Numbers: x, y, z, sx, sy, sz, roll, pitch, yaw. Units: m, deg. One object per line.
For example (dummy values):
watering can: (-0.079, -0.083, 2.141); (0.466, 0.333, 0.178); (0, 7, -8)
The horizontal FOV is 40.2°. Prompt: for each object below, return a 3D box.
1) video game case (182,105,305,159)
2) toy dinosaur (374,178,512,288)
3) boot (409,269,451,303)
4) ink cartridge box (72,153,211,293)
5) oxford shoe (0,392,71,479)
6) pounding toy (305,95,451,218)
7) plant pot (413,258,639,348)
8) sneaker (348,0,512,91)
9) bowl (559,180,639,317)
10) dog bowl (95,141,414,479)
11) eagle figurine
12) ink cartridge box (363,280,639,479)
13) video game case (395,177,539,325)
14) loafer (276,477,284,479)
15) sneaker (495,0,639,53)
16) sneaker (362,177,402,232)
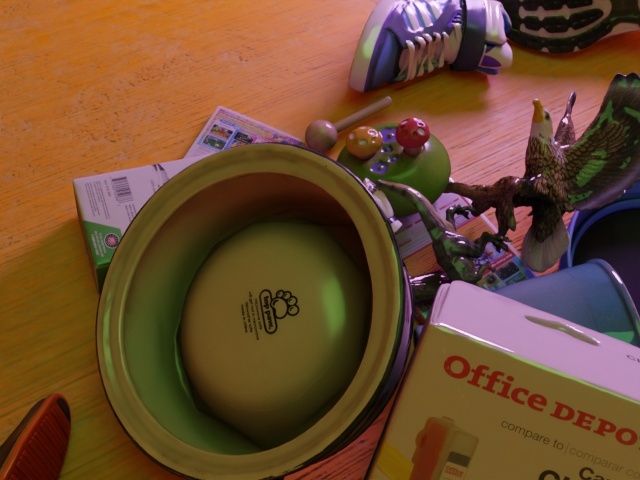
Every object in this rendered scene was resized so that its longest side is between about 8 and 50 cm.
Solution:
video game case: (-0.123, -0.134, 1.387); (0.157, 0.019, 0.143); (23, 57, 6)
toy dinosaur: (0.198, 0.000, 1.264); (0.118, 0.064, 0.268); (-27, 79, -32)
boot: (0.138, 0.051, 1.275); (0.114, 0.037, 0.106); (-10, 59, -19)
ink cartridge box: (-0.234, -0.026, 1.257); (0.208, 0.087, 0.153); (-12, 61, -17)
oxford shoe: (-0.388, 0.289, 1.030); (0.098, 0.097, 0.271); (3, 42, 20)
pounding toy: (0.091, -0.153, 1.344); (0.183, 0.110, 0.237); (-29, 54, -12)
plant pot: (0.258, 0.180, 1.125); (0.255, 0.271, 0.272); (-11, 59, 1)
sneaker: (0.211, -0.336, 1.505); (0.236, 0.130, 0.323); (25, 52, 11)
bowl: (0.552, 0.072, 1.339); (0.391, 0.077, 0.391); (5, 57, -7)
dog bowl: (-0.067, 0.095, 1.076); (0.408, 0.150, 0.408); (-8, 71, 23)
eagle figurine: (0.367, -0.121, 1.326); (0.298, 0.225, 0.226); (-26, 54, -24)
ink cartridge box: (0.190, 0.276, 0.953); (0.279, 0.385, 0.160); (20, 16, 8)
video game case: (0.190, 0.026, 1.335); (0.204, 0.025, 0.285); (-28, 66, -25)
loafer: (-0.072, 0.372, 1.039); (0.078, 0.076, 0.223); (-1, 54, -2)
sneaker: (0.504, -0.455, 1.658); (0.410, 0.158, 0.182); (-6, 24, -6)
sneaker: (0.000, 0.000, 1.259); (0.235, 0.090, 0.095); (-29, 88, -18)
